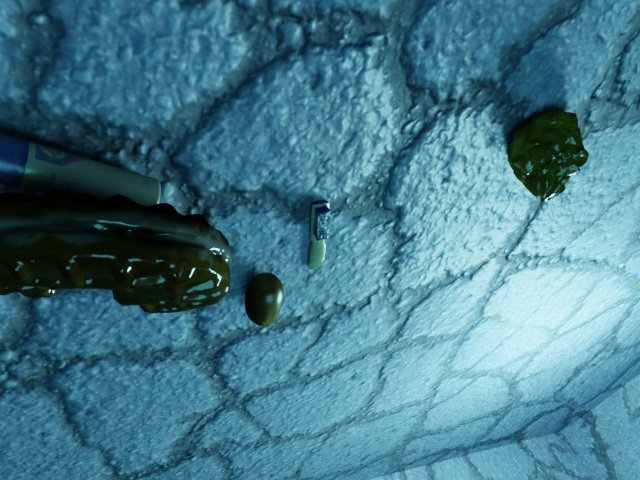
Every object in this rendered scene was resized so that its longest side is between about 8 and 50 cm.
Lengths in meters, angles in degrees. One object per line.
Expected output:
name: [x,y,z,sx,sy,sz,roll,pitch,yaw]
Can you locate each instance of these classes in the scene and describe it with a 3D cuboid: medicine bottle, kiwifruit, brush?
medicine bottle: [-0.319,-0.081,0.670,0.230,0.059,0.059,16,127,-41]
kiwifruit: [-0.105,0.111,0.999,0.075,0.075,0.125,-6,143,-23]
brush: [0.000,0.000,0.966,0.033,0.030,0.179,-21,143,-21]

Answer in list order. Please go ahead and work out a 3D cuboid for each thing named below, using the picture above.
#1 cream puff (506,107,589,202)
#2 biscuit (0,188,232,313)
cream puff: [0.406,-0.147,0.945,0.146,0.116,0.146,-13,143,-10]
biscuit: [-0.275,0.022,0.709,0.268,0.115,0.366,-16,160,41]
